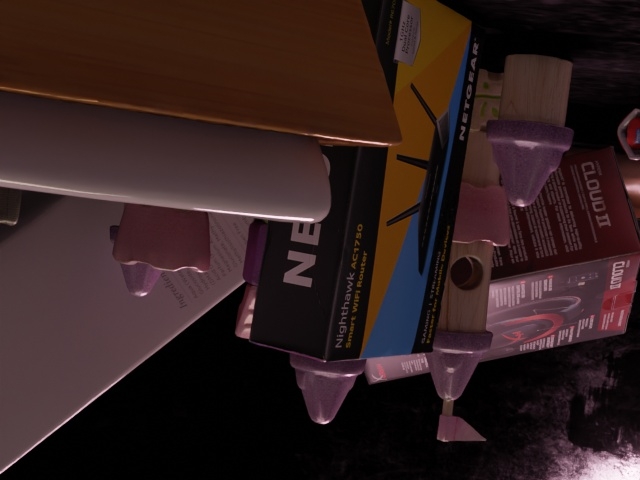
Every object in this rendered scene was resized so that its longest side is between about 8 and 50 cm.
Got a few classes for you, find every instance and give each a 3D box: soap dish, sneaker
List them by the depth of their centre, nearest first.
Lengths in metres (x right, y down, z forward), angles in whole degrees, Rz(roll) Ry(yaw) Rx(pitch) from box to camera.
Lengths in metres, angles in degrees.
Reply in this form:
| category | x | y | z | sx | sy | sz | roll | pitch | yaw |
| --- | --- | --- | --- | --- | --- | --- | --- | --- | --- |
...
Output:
| category | x | y | z | sx | sy | sz | roll | pitch | yaw |
| --- | --- | --- | --- | --- | --- | --- | --- | --- | --- |
| soap dish | -0.137 | -0.082 | 0.536 | 0.229 | 0.118 | 0.291 | 6 | -179 | -33 |
| sneaker | 0.279 | -0.077 | 0.967 | 0.067 | 0.042 | 0.118 | 3 | -175 | -31 |

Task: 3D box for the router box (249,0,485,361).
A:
| category | x | y | z | sx | sy | sz | roll | pitch | yaw |
| --- | --- | --- | --- | --- | --- | --- | --- | --- | --- |
| router box | 0.028 | -0.032 | 0.635 | 0.046 | 0.178 | 0.133 | 10 | -178 | 27 |

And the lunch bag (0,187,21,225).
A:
| category | x | y | z | sx | sy | sz | roll | pitch | yaw |
| --- | --- | --- | --- | --- | --- | --- | --- | --- | --- |
| lunch bag | -0.342 | -0.091 | 0.919 | 0.235 | 0.168 | 0.287 | 6 | 177 | -21 |

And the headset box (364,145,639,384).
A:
| category | x | y | z | sx | sy | sz | roll | pitch | yaw |
| --- | --- | --- | --- | --- | --- | --- | --- | --- | --- |
| headset box | 0.166 | 0.028 | 1.184 | 0.293 | 0.110 | 0.218 | -12 | 156 | 5 |

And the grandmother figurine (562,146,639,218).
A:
| category | x | y | z | sx | sy | sz | roll | pitch | yaw |
| --- | --- | --- | --- | --- | --- | --- | --- | --- | --- |
| grandmother figurine | 0.245 | -0.062 | 1.290 | 0.342 | 0.104 | 0.208 | 5 | 172 | 16 |

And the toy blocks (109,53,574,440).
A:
| category | x | y | z | sx | sy | sz | roll | pitch | yaw |
| --- | --- | --- | --- | --- | --- | --- | --- | --- | --- |
| toy blocks | 0.000 | 0.000 | 0.854 | 0.289 | 0.260 | 0.309 | 7 | -179 | -13 |

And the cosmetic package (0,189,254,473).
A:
| category | x | y | z | sx | sy | sz | roll | pitch | yaw |
| --- | --- | --- | --- | --- | --- | --- | --- | --- | --- |
| cosmetic package | -0.210 | 0.022 | 1.075 | 0.385 | 0.156 | 0.217 | -38 | -160 | -21 |
